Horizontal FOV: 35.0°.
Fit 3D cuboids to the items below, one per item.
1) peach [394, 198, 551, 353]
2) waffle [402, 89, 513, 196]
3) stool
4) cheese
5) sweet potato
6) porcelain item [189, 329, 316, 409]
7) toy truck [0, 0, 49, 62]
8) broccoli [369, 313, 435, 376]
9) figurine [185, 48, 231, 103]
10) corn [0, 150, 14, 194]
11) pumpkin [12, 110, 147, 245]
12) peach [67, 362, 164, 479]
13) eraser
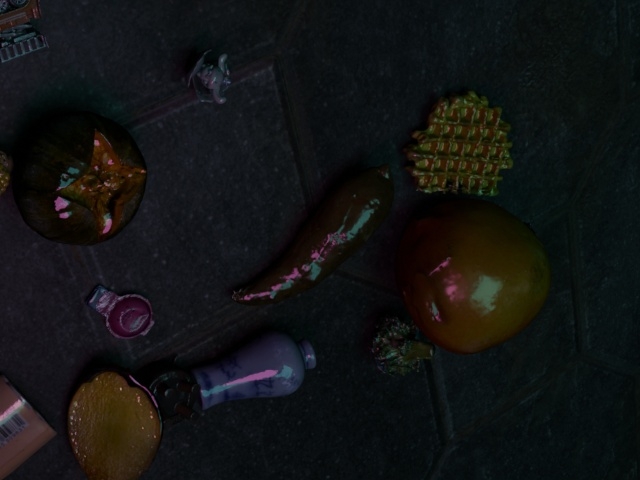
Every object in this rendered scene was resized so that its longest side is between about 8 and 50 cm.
[{"bbox_3d":[0.331,0.075,2.245,0.373,0.290,0.372,-12,115,-28],"label":"peach"},{"bbox_3d":[0.307,-0.193,2.252,0.283,0.065,0.309,-44,126,-14],"label":"waffle"},{"bbox_3d":[-0.319,0.335,2.013,0.125,0.121,0.217,33,85,-42],"label":"stool"},{"bbox_3d":[-0.378,0.136,1.927,0.145,0.038,0.095,38,85,-35],"label":"cheese"},{"bbox_3d":[0.001,0.005,2.090,0.423,0.130,0.130,-43,130,-1],"label":"sweet potato"},{"bbox_3d":[-0.137,0.270,2.103,0.259,0.141,0.141,-16,120,-21],"label":"porcelain item"},{"bbox_3d":[-0.524,-0.332,1.576,0.178,0.080,0.115,-26,134,-26],"label":"toy truck"},{"bbox_3d":[0.193,0.241,2.313,0.154,0.160,0.167,-29,119,-56],"label":"broccoli"},{"bbox_3d":[-0.195,-0.296,1.825,0.086,0.082,0.094,34,83,-19],"label":"figurine"},{"bbox_3d":[-0.638,-0.066,1.611,0.320,0.097,0.097,-25,123,-22],"label":"corn"},{"bbox_3d":[-0.408,-0.105,1.713,0.238,0.159,0.237,-22,117,-51],"label":"pumpkin"},{"bbox_3d":[-0.390,0.361,1.954,0.068,0.189,0.279,-47,150,-72],"label":"peach"},{"bbox_3d":[-0.636,0.394,1.832,0.290,0.087,0.171,-41,126,-14],"label":"eraser"}]
